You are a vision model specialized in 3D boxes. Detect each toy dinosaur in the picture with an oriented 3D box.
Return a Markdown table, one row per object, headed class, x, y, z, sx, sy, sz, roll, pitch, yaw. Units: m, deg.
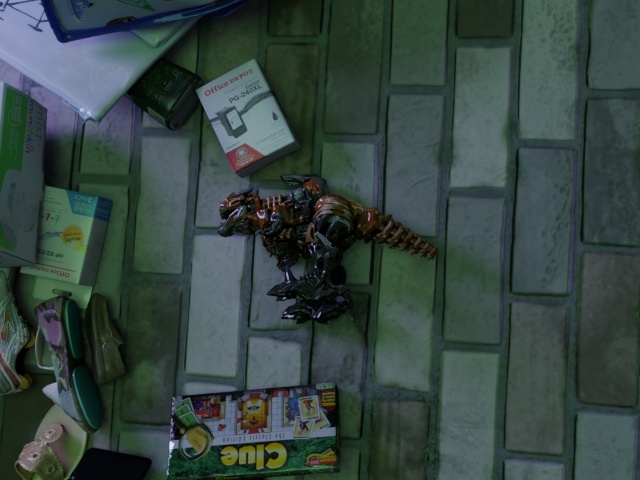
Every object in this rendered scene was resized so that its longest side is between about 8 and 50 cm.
| class | x | y | z | sx | sy | sz | roll | pitch | yaw |
| --- | --- | --- | --- | --- | --- | --- | --- | --- | --- |
| toy dinosaur | 0.000 | 0.000 | 1.423 | 0.322 | 0.164 | 0.218 | -2 | 67 | 30 |

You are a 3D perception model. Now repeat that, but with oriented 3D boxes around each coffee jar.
| class | x | y | z | sx | sy | sz | roll | pitch | yaw |
| --- | --- | --- | --- | --- | --- | --- | --- | --- | --- |
| coffee jar | -0.283 | -0.260 | 1.518 | 0.184 | 0.079 | 0.096 | 33 | 82 | 10 |

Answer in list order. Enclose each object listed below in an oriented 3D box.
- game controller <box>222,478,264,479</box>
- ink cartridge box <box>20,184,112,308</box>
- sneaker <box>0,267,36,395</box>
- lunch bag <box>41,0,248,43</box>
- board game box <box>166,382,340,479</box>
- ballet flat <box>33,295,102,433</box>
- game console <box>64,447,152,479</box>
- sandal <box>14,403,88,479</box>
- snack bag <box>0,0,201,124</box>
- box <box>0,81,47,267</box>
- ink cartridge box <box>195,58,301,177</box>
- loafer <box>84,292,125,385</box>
| class | x | y | z | sx | sy | sz | roll | pitch | yaw |
| --- | --- | --- | --- | --- | --- | --- | --- | --- | --- |
| game controller | -0.210 | 0.469 | 1.461 | 0.319 | 0.067 | 0.166 | -29 | 96 | 6 |
| ink cartridge box | -0.409 | 0.012 | 1.524 | 0.104 | 0.061 | 0.181 | 11 | 87 | 11 |
| sneaker | -0.495 | 0.135 | 1.526 | 0.092 | 0.088 | 0.225 | 1 | 90 | -3 |
| lunch bag | -0.242 | -0.502 | 1.424 | 0.385 | 0.239 | 0.328 | -13 | 68 | -2 |
| board game box | -0.101 | 0.291 | 1.441 | 0.259 | 0.030 | 0.136 | -7 | 61 | 8 |
| ballet flat | -0.403 | 0.199 | 1.499 | 0.079 | 0.077 | 0.221 | -16 | 84 | 9 |
| game console | -0.327 | 0.389 | 1.474 | 0.122 | 0.071 | 0.107 | 4 | 98 | 23 |
| sandal | -0.440 | 0.364 | 1.490 | 0.088 | 0.079 | 0.240 | 24 | 89 | 10 |
| snack bag | -0.372 | -0.377 | 1.499 | 0.323 | 0.037 | 0.342 | 33 | 66 | 10 |
| box | -0.558 | -0.090 | 1.479 | 0.231 | 0.127 | 0.262 | -4 | 75 | 18 |
| ink cartridge box | -0.113 | -0.191 | 1.493 | 0.109 | 0.063 | 0.150 | -27 | 82 | 6 |
| loafer | -0.339 | 0.155 | 1.508 | 0.050 | 0.056 | 0.148 | -2 | 75 | -28 |
